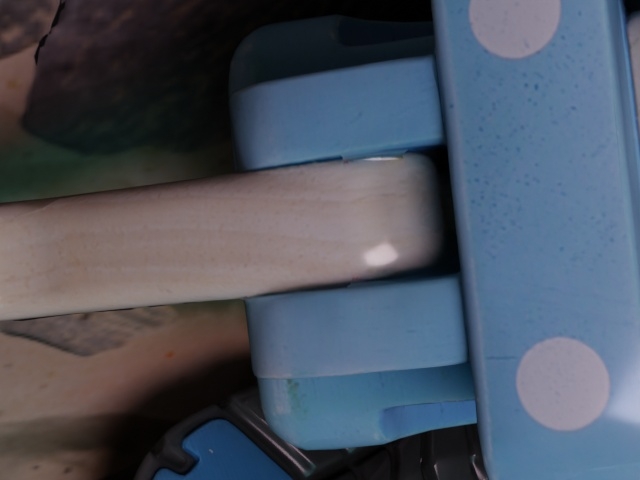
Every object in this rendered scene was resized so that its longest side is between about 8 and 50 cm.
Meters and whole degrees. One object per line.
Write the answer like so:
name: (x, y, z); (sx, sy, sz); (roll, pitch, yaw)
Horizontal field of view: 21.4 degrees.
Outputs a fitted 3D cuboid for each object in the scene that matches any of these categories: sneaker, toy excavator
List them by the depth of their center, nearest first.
toy excavator: (0.000, 0.000, 0.569); (0.445, 0.222, 0.433); (-8, 179, 18)
sneaker: (0.048, 0.096, 0.824); (0.340, 0.125, 0.139); (-14, 165, -26)
